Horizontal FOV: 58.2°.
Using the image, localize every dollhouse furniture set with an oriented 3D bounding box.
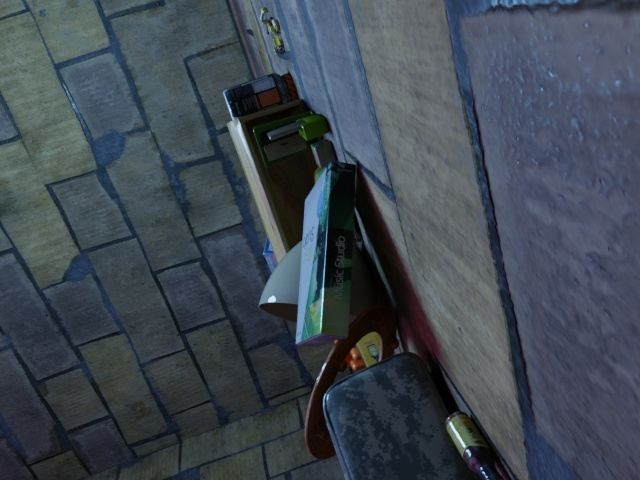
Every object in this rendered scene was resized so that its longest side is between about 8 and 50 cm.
[{"bbox_3d":[-0.033,-0.133,1.349,0.197,0.151,0.302,-120,10,-68],"label":"dollhouse furniture set"}]

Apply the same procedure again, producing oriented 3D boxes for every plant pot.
[{"bbox_3d":[0.009,0.096,1.378,0.284,0.283,0.191,83,-163,-72],"label":"plant pot"}]

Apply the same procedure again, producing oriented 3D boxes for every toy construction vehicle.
[{"bbox_3d":[-0.126,-0.539,1.484,0.098,0.035,0.086,80,169,-68],"label":"toy construction vehicle"}]

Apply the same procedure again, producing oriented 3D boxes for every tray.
[{"bbox_3d":[-0.078,-0.141,1.510,0.076,0.202,0.411,-4,108,55],"label":"tray"}]

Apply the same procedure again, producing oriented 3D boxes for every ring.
[{"bbox_3d":[0.078,0.292,1.177,0.032,0.337,0.337,21,147,30],"label":"ring"}]

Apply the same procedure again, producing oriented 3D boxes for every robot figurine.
[{"bbox_3d":[0.106,0.311,1.805,0.158,0.128,0.219,44,-168,-33],"label":"robot figurine"}]

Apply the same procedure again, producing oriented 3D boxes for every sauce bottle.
[{"bbox_3d":[0.220,0.298,0.813,0.128,0.042,0.042,-120,10,-60],"label":"sauce bottle"}]

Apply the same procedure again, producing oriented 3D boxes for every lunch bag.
[{"bbox_3d":[0.158,0.395,1.017,0.256,0.212,0.305,59,-175,-50],"label":"lunch bag"}]

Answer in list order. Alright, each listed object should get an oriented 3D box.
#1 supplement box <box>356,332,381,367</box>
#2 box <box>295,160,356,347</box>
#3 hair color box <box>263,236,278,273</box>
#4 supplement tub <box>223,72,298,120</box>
[{"bbox_3d":[0.149,0.313,1.595,0.233,0.078,0.080,-115,7,-61],"label":"supplement box"},{"bbox_3d":[0.007,0.038,1.122,0.232,0.058,0.322,131,142,-70],"label":"box"},{"bbox_3d":[-0.101,-0.056,1.991,0.174,0.105,0.348,75,-160,-56],"label":"hair color box"},{"bbox_3d":[-0.163,-0.391,1.597,0.117,0.190,0.117,161,90,-85],"label":"supplement tub"}]
